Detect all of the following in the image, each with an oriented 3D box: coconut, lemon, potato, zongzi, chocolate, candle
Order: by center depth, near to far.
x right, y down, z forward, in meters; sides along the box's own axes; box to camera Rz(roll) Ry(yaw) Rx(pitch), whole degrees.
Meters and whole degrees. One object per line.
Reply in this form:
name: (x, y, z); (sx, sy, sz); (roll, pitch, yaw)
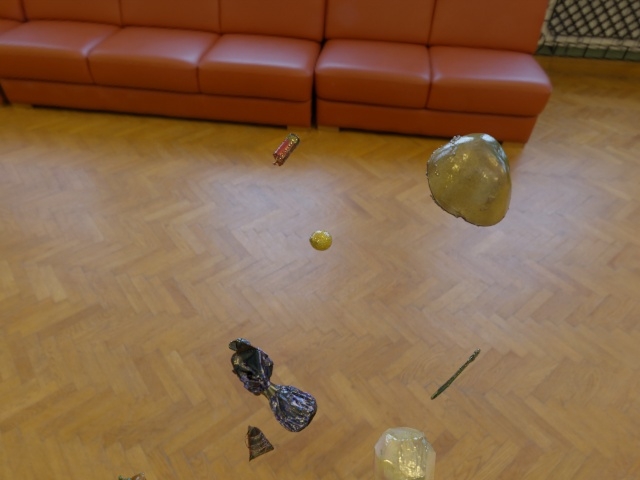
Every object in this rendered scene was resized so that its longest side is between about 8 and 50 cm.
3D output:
potato: (0.326, -0.141, 0.916); (0.181, 0.117, 0.203); (-4, 69, -13)
zongzi: (-0.161, 0.482, 1.096); (0.067, 0.084, 0.073); (-17, 7, -25)
lemon: (0.000, 0.000, 1.315); (0.083, 0.062, 0.062); (6, 36, -40)
chocolate: (-0.162, 0.430, 1.333); (0.148, 0.343, 0.126); (-29, 21, 34)
coconut: (0.271, 0.752, 1.479); (0.197, 0.237, 0.237); (3, 42, 27)
candle: (-0.124, -0.307, 1.531); (0.051, 0.052, 0.131); (26, 68, 22)

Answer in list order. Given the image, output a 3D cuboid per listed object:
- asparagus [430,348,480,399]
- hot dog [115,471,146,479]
asparagus: (0.318, 0.315, 1.047); (0.166, 0.013, 0.016); (-44, 55, -2)
hot dog: (-0.295, 0.411, 0.622); (0.072, 0.269, 0.109); (-40, 97, -4)
